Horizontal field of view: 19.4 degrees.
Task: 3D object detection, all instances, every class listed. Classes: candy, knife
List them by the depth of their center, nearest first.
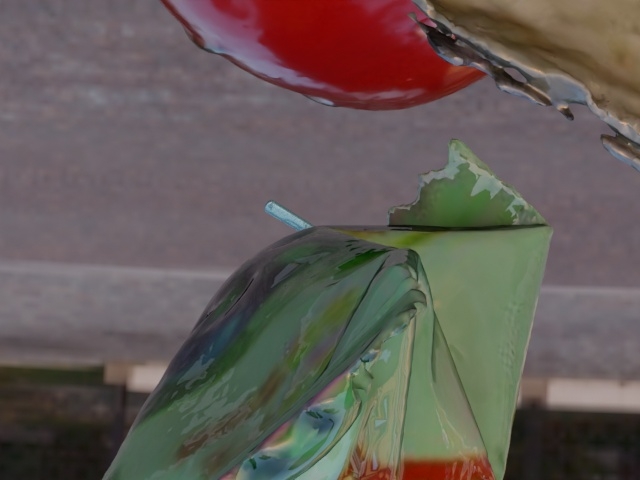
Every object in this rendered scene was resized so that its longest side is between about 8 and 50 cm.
[{"bbox_3d":[-0.016,0.090,0.840,0.172,0.263,0.398,39,-167,11],"label":"candy"},{"bbox_3d":[0.000,0.000,1.291,0.091,0.014,0.005,32,-172,1],"label":"knife"}]

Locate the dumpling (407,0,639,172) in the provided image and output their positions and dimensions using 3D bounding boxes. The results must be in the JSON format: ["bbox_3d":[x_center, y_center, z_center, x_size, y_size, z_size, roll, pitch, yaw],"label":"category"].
[{"bbox_3d":[0.098,-0.067,0.490,0.332,0.086,0.166,20,-164,-20],"label":"dumpling"}]

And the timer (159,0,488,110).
[{"bbox_3d":[0.007,-0.257,0.952,0.279,0.378,0.378,-39,154,17],"label":"timer"}]
